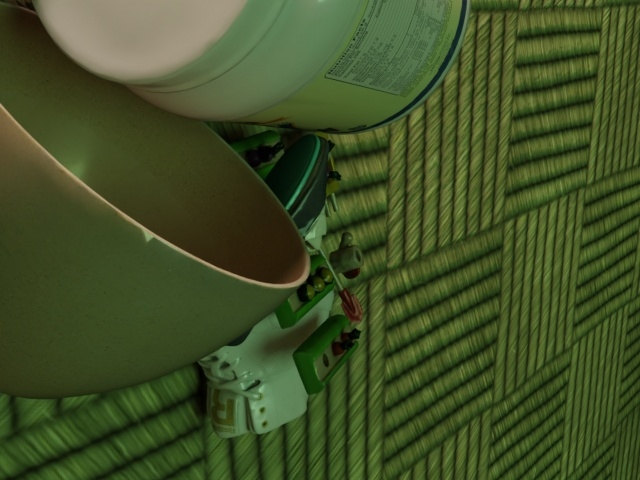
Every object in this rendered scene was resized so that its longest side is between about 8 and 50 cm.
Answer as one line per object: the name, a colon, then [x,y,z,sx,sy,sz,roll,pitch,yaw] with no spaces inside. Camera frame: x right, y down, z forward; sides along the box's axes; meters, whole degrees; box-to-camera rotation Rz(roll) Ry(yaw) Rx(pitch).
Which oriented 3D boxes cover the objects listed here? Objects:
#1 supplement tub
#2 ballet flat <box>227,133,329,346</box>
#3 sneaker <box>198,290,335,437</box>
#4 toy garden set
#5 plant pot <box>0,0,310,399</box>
supplement tub: [-0.037,-0.206,0.642,0.325,0.235,0.235,-8,107,-62]
ballet flat: [-0.041,0.005,0.712,0.203,0.074,0.074,-58,139,-14]
sneaker: [-0.090,0.117,0.816,0.292,0.108,0.169,13,87,-53]
toy garden set: [0.000,0.000,0.836,0.244,0.049,0.204,69,24,-7]
plant pot: [-0.175,0.000,0.579,0.191,0.284,0.284,-48,144,14]
